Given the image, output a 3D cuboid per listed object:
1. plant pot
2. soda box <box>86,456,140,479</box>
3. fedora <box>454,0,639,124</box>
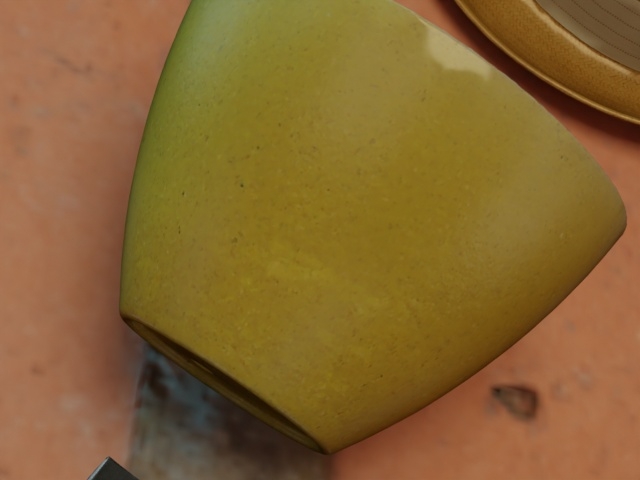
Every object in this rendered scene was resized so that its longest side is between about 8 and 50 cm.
[{"bbox_3d":[0.000,0.000,0.489,0.134,0.134,0.095,34,81,-1],"label":"plant pot"},{"bbox_3d":[-0.008,0.132,0.444,0.169,0.053,0.060,37,56,2],"label":"soda box"},{"bbox_3d":[0.122,-0.131,0.625,0.194,0.079,0.194,9,59,-16],"label":"fedora"}]
